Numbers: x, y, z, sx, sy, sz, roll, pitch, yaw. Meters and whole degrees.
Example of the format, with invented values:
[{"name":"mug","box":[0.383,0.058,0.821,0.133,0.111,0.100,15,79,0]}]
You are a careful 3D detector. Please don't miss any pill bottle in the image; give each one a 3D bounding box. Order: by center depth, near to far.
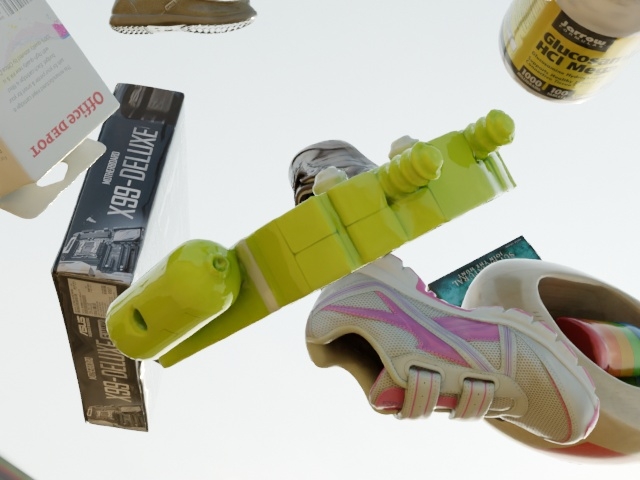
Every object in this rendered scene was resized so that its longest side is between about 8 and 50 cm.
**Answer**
[{"name":"pill bottle","box":[0.365,-0.324,1.522,0.188,0.188,0.334,30,-17,3]}]

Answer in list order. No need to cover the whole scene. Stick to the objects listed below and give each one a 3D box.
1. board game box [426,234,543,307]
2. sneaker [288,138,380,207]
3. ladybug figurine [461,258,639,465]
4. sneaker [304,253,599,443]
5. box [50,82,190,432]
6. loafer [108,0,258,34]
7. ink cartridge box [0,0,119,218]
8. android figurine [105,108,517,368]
[{"name":"board game box","box":[0.282,0.081,1.839,0.126,0.186,0.026,55,-16,27]},{"name":"sneaker","box":[0.003,-0.048,0.978,0.188,0.071,0.066,24,-65,60]},{"name":"ladybug figurine","box":[0.330,0.168,1.459,0.449,0.305,0.162,12,-54,-41]},{"name":"sneaker","box":[0.093,0.105,0.914,0.252,0.111,0.103,24,-38,19]},{"name":"box","box":[-0.198,0.025,1.218,0.077,0.242,0.307,9,-35,2]},{"name":"loafer","box":[-0.136,-0.232,1.139,0.148,0.050,0.056,-2,1,-7]},{"name":"ink cartridge box","box":[-0.192,-0.083,0.638,0.090,0.092,0.143,-19,-68,36]},{"name":"android figurine","box":[0.000,0.000,0.664,0.273,0.248,0.056,-32,-95,50]}]
